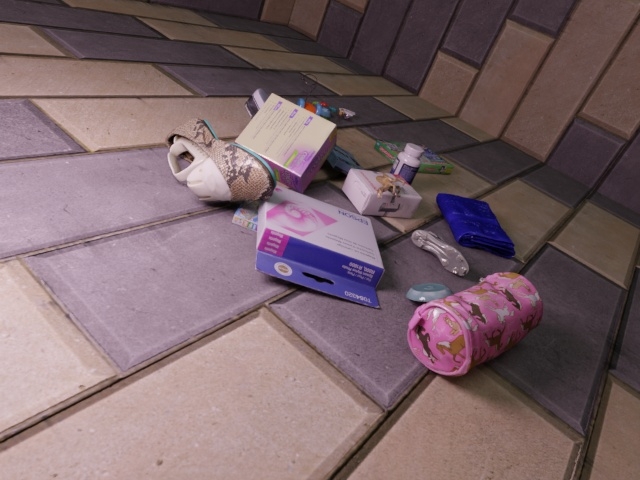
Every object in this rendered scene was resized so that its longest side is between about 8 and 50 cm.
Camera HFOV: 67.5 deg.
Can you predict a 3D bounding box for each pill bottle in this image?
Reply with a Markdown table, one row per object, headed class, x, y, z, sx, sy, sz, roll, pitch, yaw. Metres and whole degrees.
| class | x | y | z | sx | sy | sz | roll | pitch | yaw |
| --- | --- | --- | --- | --- | --- | --- | --- | --- | --- |
| pill bottle | 0.322 | -0.275 | 1.802 | 0.094 | 0.169 | 0.094 | 17 | 31 | -10 |

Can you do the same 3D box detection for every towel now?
| class | x | y | z | sx | sy | sz | roll | pitch | yaw |
| --- | --- | --- | --- | --- | --- | --- | --- | --- | --- |
| towel | 0.556 | -0.069 | 1.724 | 0.227 | 0.076 | 0.308 | 15 | 31 | -14 |

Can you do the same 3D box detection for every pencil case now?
| class | x | y | z | sx | sy | sz | roll | pitch | yaw |
| --- | --- | --- | --- | --- | --- | --- | --- | --- | --- |
| pencil case | 0.369 | 0.183 | 1.116 | 0.167 | 0.160 | 0.386 | 4 | 11 | 45 |

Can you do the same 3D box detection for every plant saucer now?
| class | x | y | z | sx | sy | sz | roll | pitch | yaw |
| --- | --- | --- | --- | --- | --- | --- | --- | --- | --- |
| plant saucer | 0.275 | 0.128 | 1.210 | 0.119 | 0.021 | 0.119 | -5 | 8 | 1 |

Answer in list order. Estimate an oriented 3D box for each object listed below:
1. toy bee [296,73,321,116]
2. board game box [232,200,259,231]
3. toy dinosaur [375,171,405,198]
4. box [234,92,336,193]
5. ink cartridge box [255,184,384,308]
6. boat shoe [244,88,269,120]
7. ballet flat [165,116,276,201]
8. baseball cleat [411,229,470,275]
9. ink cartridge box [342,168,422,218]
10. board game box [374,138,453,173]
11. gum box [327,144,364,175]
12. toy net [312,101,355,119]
| class | x | y | z | sx | sy | sz | roll | pitch | yaw |
| --- | --- | --- | --- | --- | --- | --- | --- | --- | --- |
| toy bee | -0.054 | -0.518 | 1.992 | 0.195 | 0.162 | 0.298 | 29 | 54 | -6 |
| board game box | -0.167 | -0.074 | 1.294 | 0.103 | 0.026 | 0.154 | 21 | 30 | -3 |
| toy dinosaur | 0.219 | -0.187 | 1.529 | 0.092 | 0.053 | 0.183 | 21 | 33 | -4 |
| box | -0.105 | -0.307 | 1.512 | 0.243 | 0.117 | 0.213 | 29 | 72 | 12 |
| ink cartridge box | 0.000 | 0.000 | 1.218 | 0.324 | 0.071 | 0.330 | 19 | 30 | -18 |
| boat shoe | -0.190 | -0.394 | 1.709 | 0.113 | 0.105 | 0.306 | -3 | 62 | -62 |
| ballet flat | -0.301 | -0.200 | 1.290 | 0.182 | 0.164 | 0.483 | -30 | 42 | -19 |
| baseball cleat | 0.377 | 0.027 | 1.457 | 0.206 | 0.072 | 0.109 | 42 | 28 | 23 |
| ink cartridge box | 0.205 | -0.157 | 1.613 | 0.218 | 0.092 | 0.158 | 4 | 36 | -32 |
| board game box | 0.422 | -0.375 | 2.154 | 0.317 | 0.046 | 0.213 | -3 | 39 | -37 |
| gum box | 0.083 | -0.293 | 1.757 | 0.157 | 0.041 | 0.184 | 24 | 25 | -36 |
| toy net | 0.066 | -0.620 | 2.313 | 0.232 | 0.045 | 0.122 | -4 | 38 | -41 |
